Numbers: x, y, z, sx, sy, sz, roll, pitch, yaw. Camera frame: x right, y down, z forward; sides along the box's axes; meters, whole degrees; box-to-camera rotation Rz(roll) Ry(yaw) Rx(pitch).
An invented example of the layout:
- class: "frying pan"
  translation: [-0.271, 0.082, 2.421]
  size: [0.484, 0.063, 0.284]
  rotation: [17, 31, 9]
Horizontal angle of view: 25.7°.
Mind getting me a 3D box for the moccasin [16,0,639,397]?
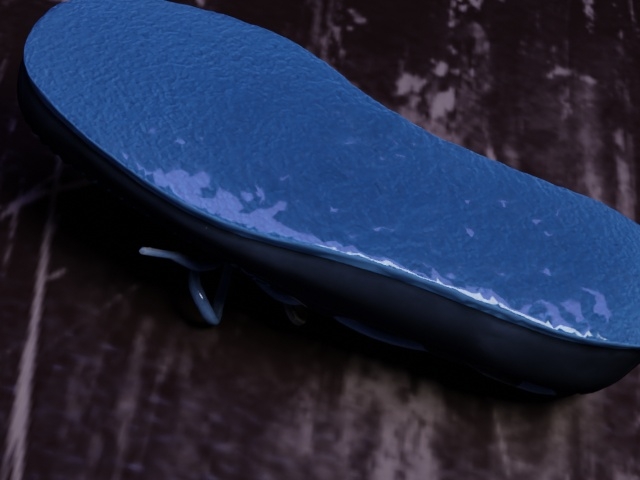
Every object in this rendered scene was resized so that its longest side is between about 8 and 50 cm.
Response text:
- class: "moccasin"
  translation: [0.000, 0.000, 0.703]
  size: [0.342, 0.117, 0.138]
  rotation: [29, 57, 3]
